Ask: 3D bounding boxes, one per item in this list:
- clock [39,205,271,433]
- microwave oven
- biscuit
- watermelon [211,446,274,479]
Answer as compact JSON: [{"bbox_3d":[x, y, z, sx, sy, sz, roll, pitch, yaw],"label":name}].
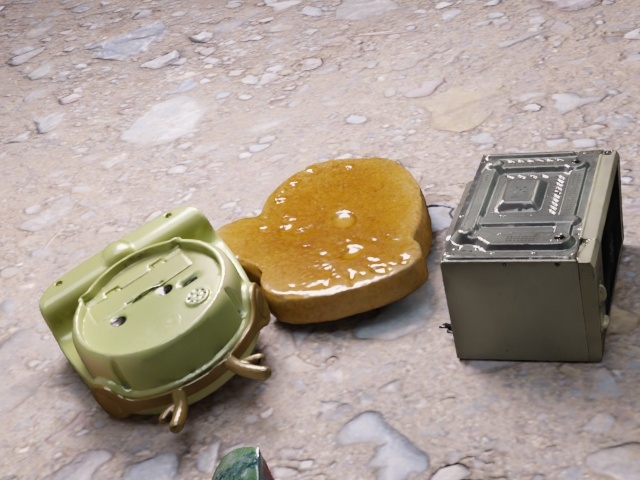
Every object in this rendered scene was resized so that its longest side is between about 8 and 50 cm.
[{"bbox_3d":[-0.175,0.097,1.406,0.235,0.096,0.308,-32,38,-12],"label":"clock"},{"bbox_3d":[0.237,0.009,1.380,0.193,0.145,0.240,2,33,19],"label":"microwave oven"},{"bbox_3d":[0.000,0.002,1.570,0.287,0.057,0.344,-12,30,5],"label":"biscuit"},{"bbox_3d":[-0.069,0.241,1.180,0.084,0.092,0.072,25,8,36],"label":"watermelon"}]
